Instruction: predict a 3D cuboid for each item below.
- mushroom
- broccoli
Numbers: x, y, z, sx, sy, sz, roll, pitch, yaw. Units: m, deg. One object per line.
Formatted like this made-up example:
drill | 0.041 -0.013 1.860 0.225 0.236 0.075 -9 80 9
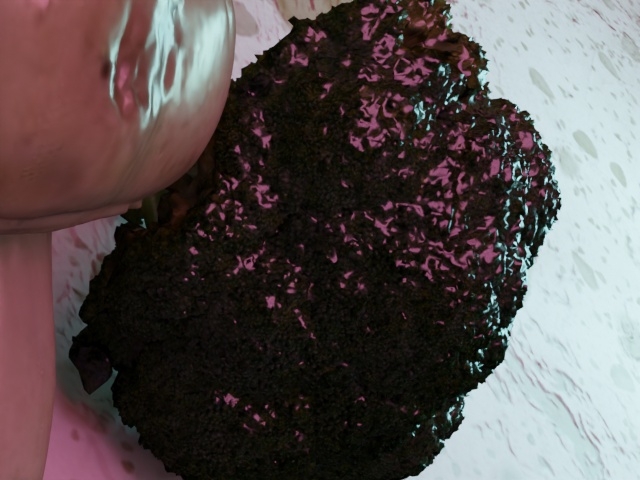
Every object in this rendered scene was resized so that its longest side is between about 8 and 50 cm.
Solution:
mushroom | -0.192 -0.036 0.897 0.314 0.314 0.336 9 83 -52
broccoli | 0.000 0.000 1.110 0.304 0.321 0.283 40 0 -43
